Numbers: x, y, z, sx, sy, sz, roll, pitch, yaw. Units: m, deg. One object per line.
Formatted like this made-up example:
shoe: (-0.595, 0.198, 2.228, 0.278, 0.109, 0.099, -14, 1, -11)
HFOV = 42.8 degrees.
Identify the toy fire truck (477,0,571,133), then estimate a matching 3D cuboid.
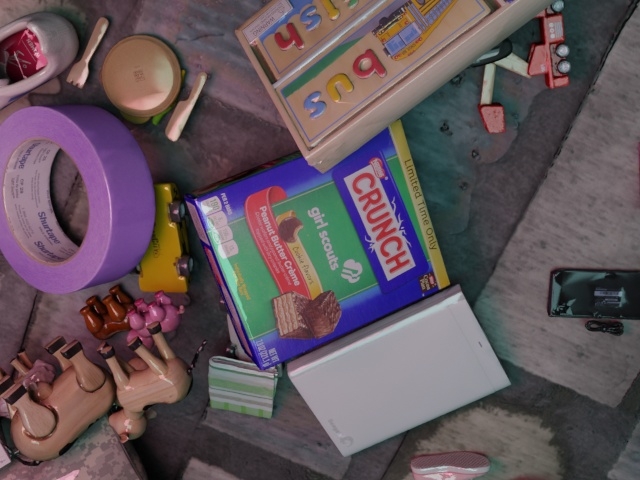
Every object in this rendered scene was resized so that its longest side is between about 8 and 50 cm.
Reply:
toy fire truck: (0.290, -0.261, 1.185, 0.135, 0.047, 0.192, -9, 105, 8)

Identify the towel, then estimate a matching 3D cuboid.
towel: (-0.128, 0.242, 1.344, 0.113, 0.023, 0.152, 12, 141, 2)

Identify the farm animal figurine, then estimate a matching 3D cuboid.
farm animal figurine: (-0.327, 0.220, 1.225, 0.327, 0.330, 0.172, -34, 110, -13)

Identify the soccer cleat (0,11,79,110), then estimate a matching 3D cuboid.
soccer cleat: (-0.509, -0.234, 1.199, 0.331, 0.143, 0.116, -30, 102, 12)

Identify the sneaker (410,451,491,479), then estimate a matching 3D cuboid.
sneaker: (0.224, 0.403, 1.390, 0.134, 0.051, 0.070, -6, 108, 9)

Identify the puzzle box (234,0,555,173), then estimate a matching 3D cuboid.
puzzle box: (0.096, -0.309, 1.094, 0.409, 0.052, 0.272, -36, 59, 13)

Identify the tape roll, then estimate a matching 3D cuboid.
tape roll: (-0.375, -0.062, 1.207, 0.275, 0.090, 0.274, 8, 105, 31)

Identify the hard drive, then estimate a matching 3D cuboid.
hard drive: (0.129, 0.217, 1.328, 0.308, 0.040, 0.203, -27, 114, 11)

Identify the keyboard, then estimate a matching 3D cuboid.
keyboard: (0.454, 0.099, 1.297, 0.180, 0.023, 0.108, 2, 101, 4)

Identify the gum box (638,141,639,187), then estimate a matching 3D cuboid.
gum box: (0.576, -0.099, 1.206, 0.188, 0.062, 0.107, -6, 107, 6)

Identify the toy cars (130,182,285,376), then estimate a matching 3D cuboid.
toy cars: (-0.174, 0.054, 1.297, 0.394, 0.087, 0.176, 44, 117, -13)

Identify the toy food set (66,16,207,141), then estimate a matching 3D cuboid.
toy food set: (-0.272, -0.245, 1.240, 0.192, 0.038, 0.132, 30, 99, 0)

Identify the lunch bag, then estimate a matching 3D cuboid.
lunch bag: (-0.418, 0.431, 1.325, 0.305, 0.212, 0.256, -27, 100, -17)

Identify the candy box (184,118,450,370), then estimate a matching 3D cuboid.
candy box: (0.000, 0.000, 1.193, 0.317, 0.122, 0.268, -24, 105, -15)

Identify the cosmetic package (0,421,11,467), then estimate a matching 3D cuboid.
cosmetic package: (-0.555, 0.296, 1.317, 0.060, 0.239, 0.099, -31, 106, -20)

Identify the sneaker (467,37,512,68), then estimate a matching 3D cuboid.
sneaker: (0.150, -0.300, 1.153, 0.229, 0.086, 0.132, -6, 101, 18)
